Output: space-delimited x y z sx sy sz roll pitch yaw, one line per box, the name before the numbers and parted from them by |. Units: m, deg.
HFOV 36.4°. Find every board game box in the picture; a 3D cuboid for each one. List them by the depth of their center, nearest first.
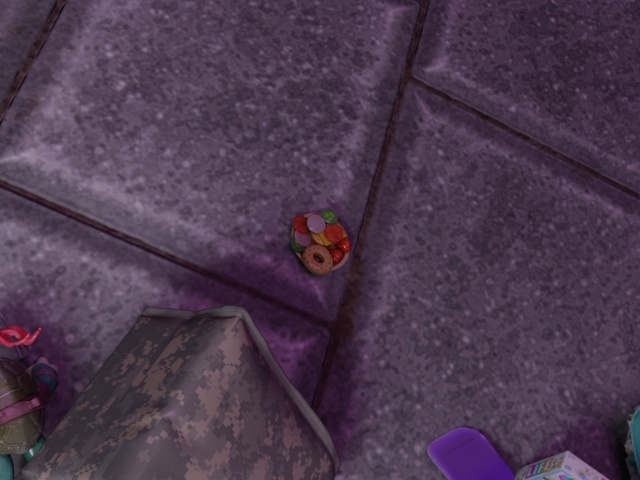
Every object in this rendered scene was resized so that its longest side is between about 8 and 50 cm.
board game box | 0.323 0.317 1.173 0.154 0.103 0.026 36 56 -7

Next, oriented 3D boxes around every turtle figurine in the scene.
turtle figurine | -0.314 0.176 0.935 0.175 0.118 0.234 -21 83 -32

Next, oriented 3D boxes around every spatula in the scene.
spatula | 0.232 0.356 1.154 0.084 0.030 0.296 -23 77 -34

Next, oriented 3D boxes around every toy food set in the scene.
toy food set | 0.000 0.000 1.220 0.083 0.020 0.082 -27 80 -32

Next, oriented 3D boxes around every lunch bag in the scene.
lunch bag | -0.114 0.240 0.954 0.287 0.169 0.235 59 45 -30

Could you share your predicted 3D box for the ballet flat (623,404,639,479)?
ballet flat | 0.467 0.390 1.198 0.147 0.147 0.408 15 62 -19
